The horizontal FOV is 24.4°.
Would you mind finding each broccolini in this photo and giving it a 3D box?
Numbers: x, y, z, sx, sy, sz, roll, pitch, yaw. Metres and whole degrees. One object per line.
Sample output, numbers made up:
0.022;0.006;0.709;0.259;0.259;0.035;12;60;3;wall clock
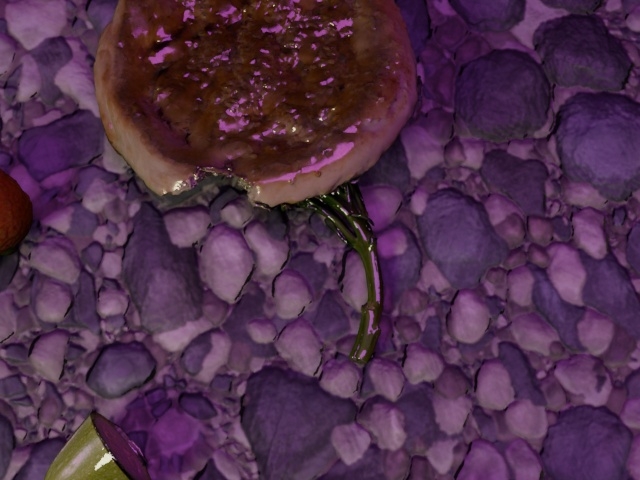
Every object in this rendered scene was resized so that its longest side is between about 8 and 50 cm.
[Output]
0.003;0.008;1.635;0.123;0.062;0.271;-11;75;2;broccolini

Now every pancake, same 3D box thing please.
-0.071;-0.192;1.656;0.382;0.071;0.382;-1;60;2;pancake

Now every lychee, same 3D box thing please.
-0.367;-0.015;1.590;0.101;0.140;0.114;24;32;9;lychee

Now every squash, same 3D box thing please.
-0.252;0.253;1.517;0.132;0.105;0.105;-38;77;4;squash
